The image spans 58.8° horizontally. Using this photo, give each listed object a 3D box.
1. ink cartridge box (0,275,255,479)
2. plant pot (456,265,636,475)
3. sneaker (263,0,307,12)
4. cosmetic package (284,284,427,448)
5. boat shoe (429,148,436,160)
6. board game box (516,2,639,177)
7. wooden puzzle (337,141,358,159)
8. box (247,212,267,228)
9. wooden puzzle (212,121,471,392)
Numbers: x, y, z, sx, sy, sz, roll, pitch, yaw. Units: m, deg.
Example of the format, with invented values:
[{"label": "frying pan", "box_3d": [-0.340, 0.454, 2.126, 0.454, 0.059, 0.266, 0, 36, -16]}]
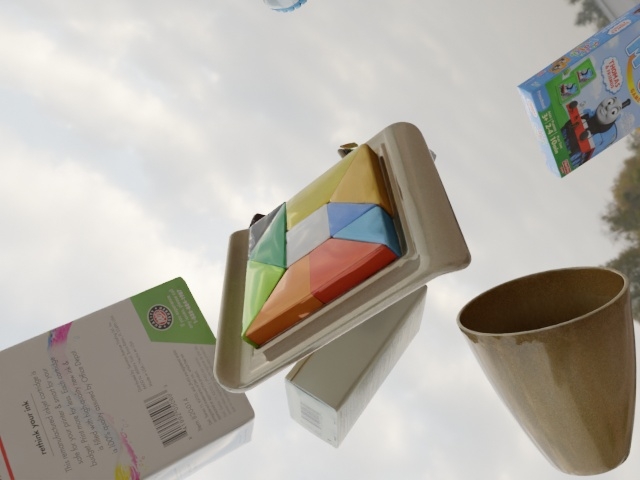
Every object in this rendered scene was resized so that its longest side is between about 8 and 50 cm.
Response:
[{"label": "ink cartridge box", "box_3d": [-0.276, 0.212, 0.640, 0.353, 0.119, 0.207, -23, -116, -24]}, {"label": "plant pot", "box_3d": [0.353, 0.198, 0.825, 0.237, 0.237, 0.254, -30, -78, -56]}, {"label": "sneaker", "box_3d": [-0.033, -0.462, 0.984, 0.083, 0.191, 0.071, -4, -97, -57]}, {"label": "cosmetic package", "box_3d": [0.072, 0.207, 1.058, 0.113, 0.160, 0.309, 26, -127, 23]}, {"label": "boat shoe", "box_3d": [0.120, -0.074, 1.020, 0.084, 0.095, 0.258, 31, -116, -2]}, {"label": "board game box", "box_3d": [0.401, -0.211, 0.806, 0.160, 0.211, 0.039, 53, -176, -33]}, {"label": "wooden puzzle", "box_3d": [0.082, -0.194, 1.308, 0.079, 0.014, 0.116, -12, -134, -29]}, {"label": "box", "box_3d": [-0.060, 0.077, 1.119, 0.203, 0.167, 0.168, 71, -144, -63]}, {"label": "wooden puzzle", "box_3d": [0.000, 0.000, 0.520, 0.044, 0.239, 0.221, 46, -157, -32]}]
